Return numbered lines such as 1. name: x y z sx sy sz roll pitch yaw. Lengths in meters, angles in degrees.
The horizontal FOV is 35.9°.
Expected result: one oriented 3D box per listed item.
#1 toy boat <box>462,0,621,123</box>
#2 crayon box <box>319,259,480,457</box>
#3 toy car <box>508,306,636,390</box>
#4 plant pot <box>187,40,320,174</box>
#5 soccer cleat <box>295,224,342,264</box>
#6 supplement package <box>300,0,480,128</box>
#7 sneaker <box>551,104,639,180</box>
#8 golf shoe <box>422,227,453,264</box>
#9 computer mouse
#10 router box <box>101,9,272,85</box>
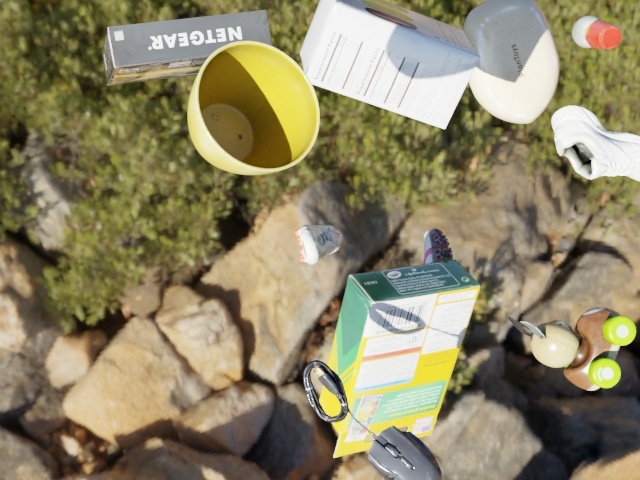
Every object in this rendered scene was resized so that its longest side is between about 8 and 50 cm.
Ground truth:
1. toy boat: 0.445 -0.385 2.013 0.318 0.268 0.148 -16 20 -3
2. crayon box: 0.119 0.193 1.610 0.203 0.323 0.083 -7 36 -28
3. toy car: 0.427 0.167 1.735 0.188 0.155 0.149 21 86 -2
4. plant pot: -0.082 -0.122 1.002 0.134 0.095 0.134 8 74 -28
5. soccer cleat: 0.000 0.000 1.729 0.076 0.068 0.196 -10 4 3
6. supplement package: 0.105 -0.295 1.569 0.244 0.134 0.139 16 27 -15
7. sneaker: 0.515 -0.146 1.790 0.232 0.090 0.115 23 57 -9
8. golf shoe: 0.212 0.071 1.898 0.085 0.067 0.186 -7 87 36
9. computer mouse: 0.068 0.246 1.275 0.242 0.041 0.071 43 76 -6
10. router box: -0.272 -0.381 1.965 0.308 0.081 0.243 -10 3 -16
